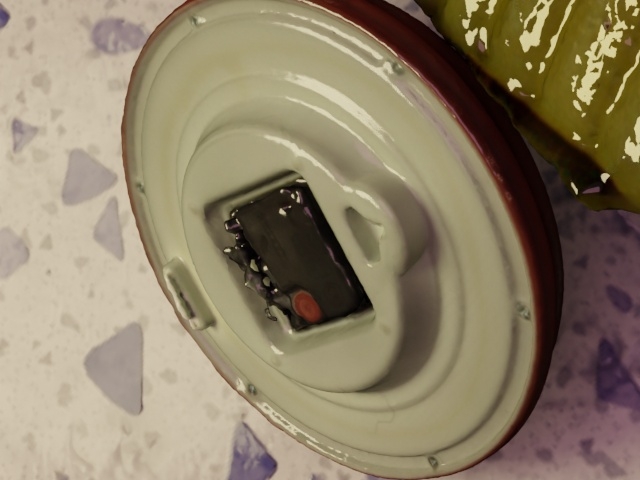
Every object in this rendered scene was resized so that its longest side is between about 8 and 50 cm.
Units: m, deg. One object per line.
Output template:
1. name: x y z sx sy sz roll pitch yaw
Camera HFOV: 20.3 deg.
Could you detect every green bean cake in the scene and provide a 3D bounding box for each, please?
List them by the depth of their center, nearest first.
1. green bean cake: 0.227 -0.152 0.946 0.310 0.285 0.202 50 129 39

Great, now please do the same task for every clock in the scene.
1. clock: 0.000 0.000 1.036 0.318 0.080 0.318 26 132 34
